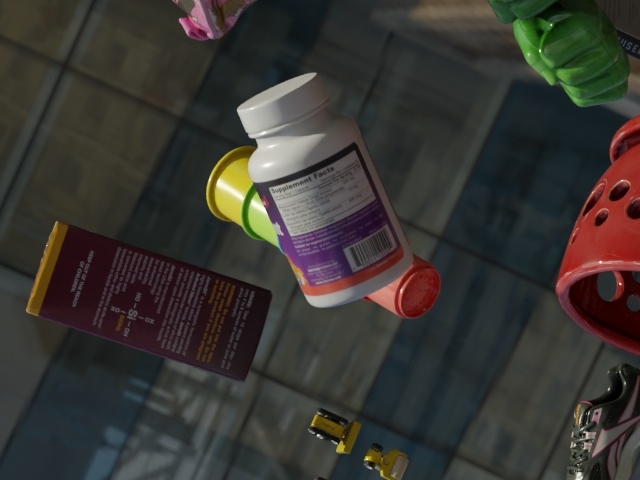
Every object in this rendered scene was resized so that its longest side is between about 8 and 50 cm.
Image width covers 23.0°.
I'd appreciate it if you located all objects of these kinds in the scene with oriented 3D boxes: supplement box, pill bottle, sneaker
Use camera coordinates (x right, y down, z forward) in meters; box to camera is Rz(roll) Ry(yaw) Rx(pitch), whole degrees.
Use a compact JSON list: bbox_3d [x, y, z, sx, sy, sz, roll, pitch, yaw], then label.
[{"bbox_3d":[-0.142,0.052,1.316,0.188,0.081,0.104,18,176,-6],"label":"supplement box"},{"bbox_3d":[0.000,-0.047,1.413,0.193,0.108,0.108,66,173,-13],"label":"pill bottle"},{"bbox_3d":[0.276,0.199,1.572,0.077,0.178,0.072,42,158,-15],"label":"sneaker"}]

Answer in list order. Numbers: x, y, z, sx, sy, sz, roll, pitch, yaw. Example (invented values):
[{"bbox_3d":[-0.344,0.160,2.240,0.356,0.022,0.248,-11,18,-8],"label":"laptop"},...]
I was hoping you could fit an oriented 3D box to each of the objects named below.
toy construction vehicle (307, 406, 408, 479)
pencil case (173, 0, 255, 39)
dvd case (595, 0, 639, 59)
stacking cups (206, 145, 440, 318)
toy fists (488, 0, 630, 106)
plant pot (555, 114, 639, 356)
[{"bbox_3d":[0.025,0.211,1.446,0.098,0.086,0.035,23,162,-5],"label":"toy construction vehicle"},{"bbox_3d":[-0.026,-0.395,1.845,0.167,0.386,0.160,56,170,-3],"label":"pencil case"},{"bbox_3d":[0.405,-0.257,1.919,0.238,0.029,0.179,24,-151,-1],"label":"dvd case"},{"bbox_3d":[0.000,0.000,1.721,0.096,0.096,0.316,22,-170,-47],"label":"stacking cups"},{"bbox_3d":[0.228,-0.250,1.627,0.279,0.096,0.142,49,-168,-32],"label":"toy fists"},{"bbox_3d":[0.306,-0.007,1.305,0.191,0.174,0.191,15,159,6],"label":"plant pot"}]
